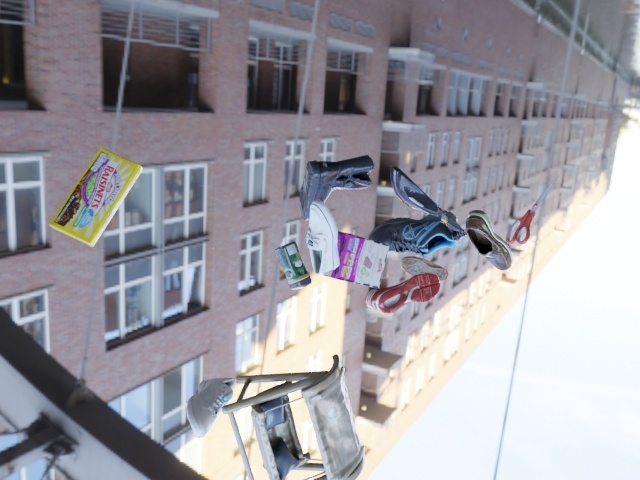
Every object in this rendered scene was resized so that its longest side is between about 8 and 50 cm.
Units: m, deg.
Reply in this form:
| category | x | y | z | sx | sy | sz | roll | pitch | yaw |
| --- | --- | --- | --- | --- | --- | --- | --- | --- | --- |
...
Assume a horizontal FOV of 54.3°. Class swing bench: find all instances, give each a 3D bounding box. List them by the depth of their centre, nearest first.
| category | x | y | z | sx | sy | sz | roll | pitch | yaw |
| --- | --- | --- | --- | --- | --- | --- | --- | --- | --- |
| swing bench | -0.048 | 0.417 | 1.370 | 0.255 | 0.253 | 0.165 | -13 | -167 | 8 |

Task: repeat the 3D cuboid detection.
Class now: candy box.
| category | x | y | z | sx | sy | sz | roll | pitch | yaw |
| --- | --- | --- | --- | --- | --- | --- | --- | --- | --- |
| candy box | -0.483 | -0.096 | 1.349 | 0.105 | 0.206 | 0.027 | 25 | 162 | 6 |
| candy box | 0.122 | 0.066 | 2.128 | 0.233 | 0.159 | 0.071 | 16 | 178 | -44 |

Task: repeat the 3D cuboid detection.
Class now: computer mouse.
| category | x | y | z | sx | sy | sz | roll | pitch | yaw |
| --- | --- | --- | --- | --- | --- | --- | --- | --- | --- |
| computer mouse | 0.278 | -0.087 | 1.663 | 0.262 | 0.060 | 0.184 | 40 | -170 | -21 |

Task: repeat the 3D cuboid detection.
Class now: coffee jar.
| category | x | y | z | sx | sy | sz | roll | pitch | yaw |
| --- | --- | --- | --- | --- | --- | --- | --- | --- | --- |
| coffee jar | -0.105 | 0.102 | 2.453 | 0.079 | 0.184 | 0.096 | -25 | -176 | -40 |

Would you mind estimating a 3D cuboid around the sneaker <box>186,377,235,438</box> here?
| category | x | y | z | sx | sy | sz | roll | pitch | yaw |
| --- | --- | --- | --- | --- | --- | --- | --- | --- | --- |
| sneaker | -0.250 | 0.379 | 1.470 | 0.094 | 0.080 | 0.212 | -19 | -163 | 7 |

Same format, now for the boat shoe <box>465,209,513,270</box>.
| category | x | y | z | sx | sy | sz | roll | pitch | yaw |
| --- | --- | --- | --- | --- | --- | --- | --- | --- | --- |
| boat shoe | 0.545 | 0.021 | 2.052 | 0.095 | 0.257 | 0.095 | -16 | -146 | 44 |

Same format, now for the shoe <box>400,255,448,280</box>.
| category | x | y | z | sx | sy | sz | roll | pitch | yaw |
| --- | --- | --- | --- | --- | --- | --- | --- | --- | --- |
| shoe | 0.405 | 0.111 | 2.482 | 0.219 | 0.076 | 0.058 | 19 | -170 | -21 |

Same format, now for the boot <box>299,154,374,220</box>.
| category | x | y | z | sx | sy | sz | roll | pitch | yaw |
| --- | --- | --- | --- | --- | --- | --- | --- | --- | --- |
| boot | 0.050 | -0.159 | 1.923 | 0.207 | 0.246 | 0.094 | -6 | -127 | -17 |

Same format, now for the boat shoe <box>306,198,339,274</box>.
| category | x | y | z | sx | sy | sz | roll | pitch | yaw |
| --- | --- | --- | --- | --- | --- | --- | --- | --- | --- |
| boat shoe | 0.000 | 0.000 | 1.697 | 0.076 | 0.226 | 0.083 | -32 | -144 | -26 |

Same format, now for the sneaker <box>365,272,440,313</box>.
| category | x | y | z | sx | sy | sz | roll | pitch | yaw |
| --- | --- | --- | --- | --- | --- | --- | --- | --- | --- |
| sneaker | 0.223 | 0.140 | 1.774 | 0.221 | 0.087 | 0.128 | -13 | -171 | -28 |

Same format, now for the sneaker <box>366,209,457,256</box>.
| category | x | y | z | sx | sy | sz | roll | pitch | yaw |
| --- | --- | --- | --- | --- | --- | --- | --- | --- | --- |
| sneaker | 0.329 | -0.009 | 2.253 | 0.341 | 0.125 | 0.139 | -16 | -136 | 15 |

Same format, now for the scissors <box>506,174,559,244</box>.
| category | x | y | z | sx | sy | sz | roll | pitch | yaw |
| --- | --- | --- | --- | --- | --- | --- | --- | --- | --- |
| scissors | 0.775 | -0.115 | 2.296 | 0.021 | 0.297 | 0.109 | 24 | -177 | -23 |
